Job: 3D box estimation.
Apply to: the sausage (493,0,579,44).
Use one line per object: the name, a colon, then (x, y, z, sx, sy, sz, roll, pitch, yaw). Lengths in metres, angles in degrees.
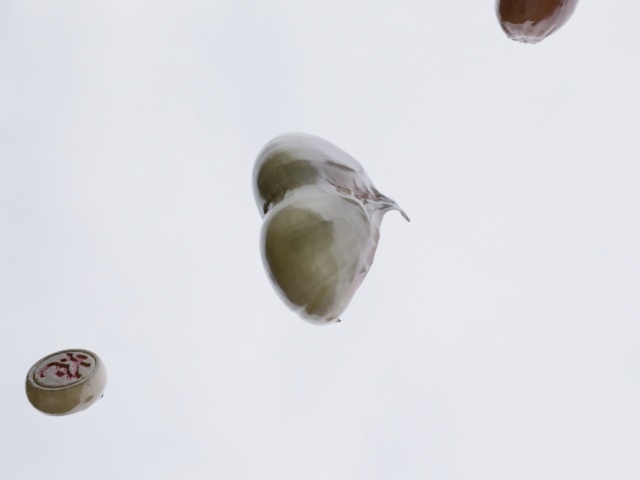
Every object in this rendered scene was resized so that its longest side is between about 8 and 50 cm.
sausage: (0.283, -0.370, 0.778, 0.113, 0.113, 0.259, 22, -68, 28)

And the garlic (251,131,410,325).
garlic: (0.001, -0.011, 0.484, 0.099, 0.124, 0.174, -35, -149, 19)

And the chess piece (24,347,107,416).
chess piece: (-0.272, 0.151, 0.693, 0.083, 0.083, 0.038, 16, -62, 29)
